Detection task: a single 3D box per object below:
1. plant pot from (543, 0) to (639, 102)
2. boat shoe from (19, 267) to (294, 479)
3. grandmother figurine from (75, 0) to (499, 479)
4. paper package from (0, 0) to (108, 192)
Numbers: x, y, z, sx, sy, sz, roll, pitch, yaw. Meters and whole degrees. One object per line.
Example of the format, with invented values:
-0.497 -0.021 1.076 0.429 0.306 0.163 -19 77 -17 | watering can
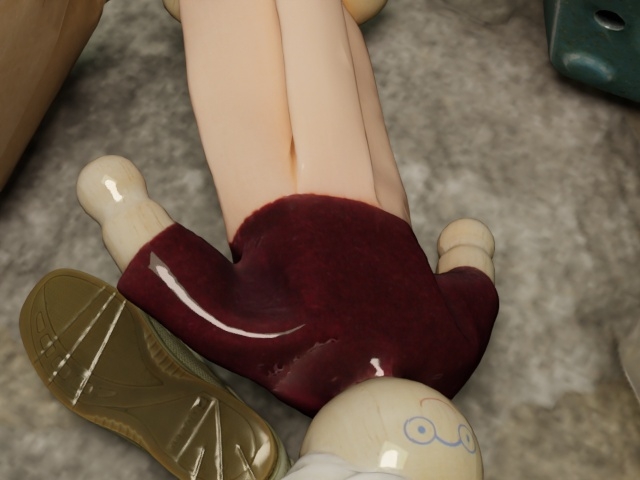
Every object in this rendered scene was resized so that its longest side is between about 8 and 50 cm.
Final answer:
0.222 -0.189 0.555 0.247 0.248 0.252 23 75 15 | plant pot
-0.076 0.067 0.539 0.153 0.048 0.056 30 81 25 | boat shoe
0.000 0.000 0.503 0.208 0.104 0.342 2 52 -23 | grandmother figurine
-0.312 -0.059 0.522 0.309 0.168 0.325 21 73 14 | paper package
